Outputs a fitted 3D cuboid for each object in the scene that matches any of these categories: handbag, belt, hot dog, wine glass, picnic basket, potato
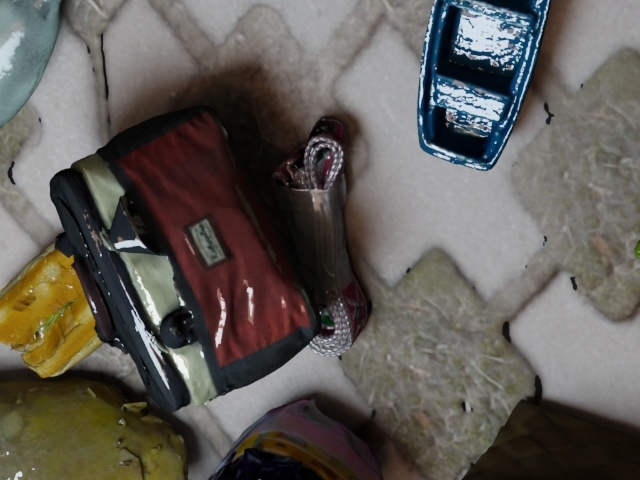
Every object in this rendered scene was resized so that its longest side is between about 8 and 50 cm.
[{"bbox_3d":[-0.128,0.020,1.718,0.181,0.181,0.254,-27,93,-11],"label":"handbag"},{"bbox_3d":[0.000,0.000,1.779,0.071,0.053,0.232,7,120,22],"label":"belt"},{"bbox_3d":[-0.232,0.045,1.887,0.109,0.072,0.269,45,125,-8],"label":"hot dog"},{"bbox_3d":[-0.197,-0.154,1.727,0.264,0.096,0.309,48,124,5],"label":"wine glass"},{"bbox_3d":[0.228,0.329,1.715,0.291,0.321,0.254,17,126,15],"label":"picnic basket"},{"bbox_3d":[-0.280,0.232,1.941,0.296,0.191,0.141,-4,161,5],"label":"potato"}]

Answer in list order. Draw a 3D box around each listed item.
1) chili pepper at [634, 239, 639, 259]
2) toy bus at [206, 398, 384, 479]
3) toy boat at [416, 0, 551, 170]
[{"bbox_3d":[0.319,-0.055,1.609,0.073,0.072,0.204,20,123,13],"label":"chili pepper"},{"bbox_3d":[-0.084,0.312,1.916,0.171,0.162,0.386,34,125,-6],"label":"toy bus"},{"bbox_3d":[0.148,-0.201,1.604,0.096,0.062,0.299,20,123,11],"label":"toy boat"}]
